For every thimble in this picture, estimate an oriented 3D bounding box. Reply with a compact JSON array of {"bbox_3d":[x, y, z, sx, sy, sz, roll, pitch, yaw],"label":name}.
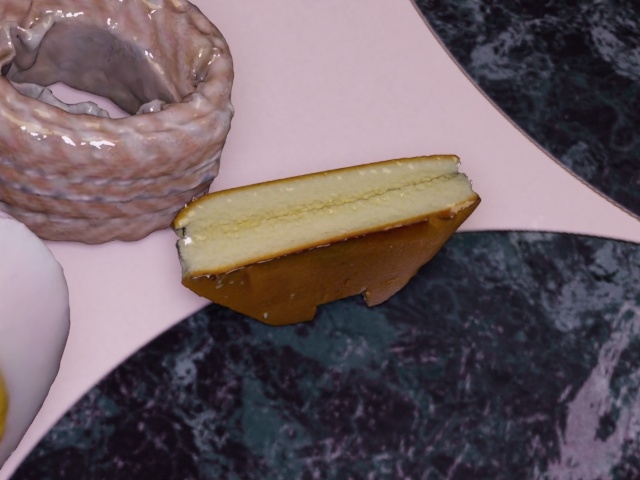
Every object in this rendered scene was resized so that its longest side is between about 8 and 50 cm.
[{"bbox_3d":[-0.186,-0.107,1.449,0.229,0.148,0.196,6,55,-11],"label":"thimble"}]

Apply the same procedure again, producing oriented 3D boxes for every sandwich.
[{"bbox_3d":[0.000,0.000,1.459,0.244,0.088,0.090,-13,53,-15],"label":"sandwich"}]

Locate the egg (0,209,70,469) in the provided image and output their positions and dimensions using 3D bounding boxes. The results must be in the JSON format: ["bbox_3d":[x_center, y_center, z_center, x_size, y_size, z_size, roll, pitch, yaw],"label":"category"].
[{"bbox_3d":[-0.346,0.070,1.220,0.201,0.337,0.337,38,58,27],"label":"egg"}]
